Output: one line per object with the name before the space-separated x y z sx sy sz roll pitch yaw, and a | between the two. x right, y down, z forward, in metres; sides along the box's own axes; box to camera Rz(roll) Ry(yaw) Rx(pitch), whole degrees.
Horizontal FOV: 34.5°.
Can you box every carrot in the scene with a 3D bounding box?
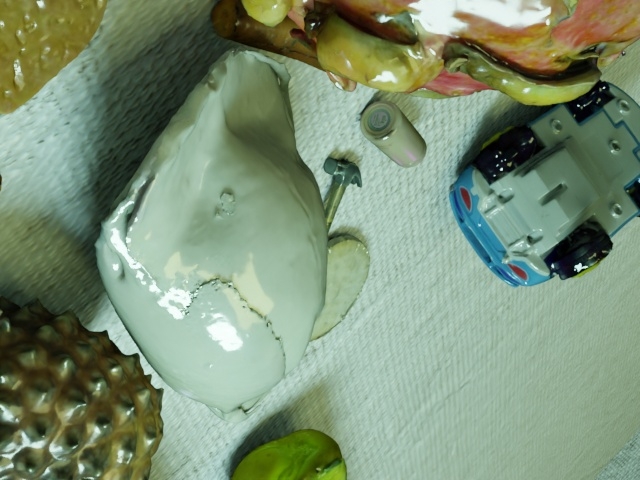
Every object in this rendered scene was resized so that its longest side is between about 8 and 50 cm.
carrot | -0.022 -0.176 0.865 0.161 0.055 0.055 4 118 -47

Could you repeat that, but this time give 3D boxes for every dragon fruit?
dragon fruit | 0.061 -0.212 0.704 0.263 0.296 0.314 -15 127 -18

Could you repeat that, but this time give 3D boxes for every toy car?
toy car | 0.303 -0.070 1.292 0.314 0.198 0.166 -35 178 -33

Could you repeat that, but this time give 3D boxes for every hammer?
hammer | 0.000 0.000 1.084 0.062 0.017 0.182 -1 115 -56

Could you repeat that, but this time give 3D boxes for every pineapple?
pineapple | -0.258 0.092 0.740 0.175 0.175 0.361 -49 136 -6

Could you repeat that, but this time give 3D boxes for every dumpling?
dumpling | -0.066 -0.001 0.872 0.341 0.181 0.260 50 53 -37

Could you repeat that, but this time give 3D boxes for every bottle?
bottle | 0.078 -0.107 1.070 0.045 0.045 0.096 -53 150 1

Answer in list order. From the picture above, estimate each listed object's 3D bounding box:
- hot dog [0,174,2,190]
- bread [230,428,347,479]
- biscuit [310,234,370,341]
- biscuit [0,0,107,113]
hot dog | -0.262 -0.046 0.683 0.122 0.049 0.037 2 83 -59
bread | -0.035 0.372 1.344 0.166 0.112 0.383 -43 148 -22
biscuit | 0.003 0.059 1.165 0.152 0.020 0.152 -34 144 -29
biscuit | -0.188 -0.182 0.654 0.142 0.029 0.221 -10 130 -50
